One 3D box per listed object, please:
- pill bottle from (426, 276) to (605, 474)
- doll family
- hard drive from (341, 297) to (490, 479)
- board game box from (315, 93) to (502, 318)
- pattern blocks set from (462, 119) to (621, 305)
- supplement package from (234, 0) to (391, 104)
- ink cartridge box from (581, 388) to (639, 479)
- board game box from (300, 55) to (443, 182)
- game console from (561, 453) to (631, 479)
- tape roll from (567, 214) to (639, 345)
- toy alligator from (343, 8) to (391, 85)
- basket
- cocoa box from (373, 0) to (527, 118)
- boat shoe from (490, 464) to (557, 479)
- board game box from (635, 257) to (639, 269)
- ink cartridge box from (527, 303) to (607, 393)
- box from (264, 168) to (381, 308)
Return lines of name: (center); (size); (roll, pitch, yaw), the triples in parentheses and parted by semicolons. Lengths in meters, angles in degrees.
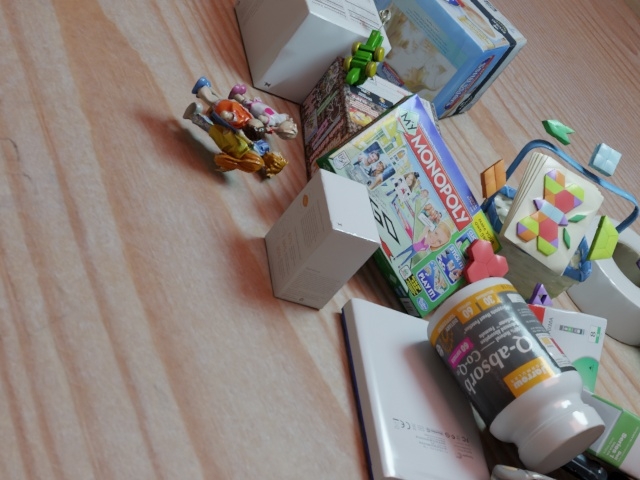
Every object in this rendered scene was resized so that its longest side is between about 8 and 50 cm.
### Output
pill bottle: (0.297, 0.205, 1.495); (0.162, 0.162, 0.278); (0, 46, -44)
doll family: (-0.132, -0.177, 1.662); (0.163, 0.118, 0.263); (40, 16, 9)
hard drive: (0.146, 0.247, 1.500); (0.210, 0.040, 0.319); (20, 40, -28)
board game box: (0.156, -0.058, 1.657); (0.213, 0.046, 0.317); (-38, 105, -24)
pattern blocks set: (0.400, -0.046, 1.712); (0.285, 0.026, 0.325); (18, 83, -16)
supplement package: (-0.021, -0.425, 1.937); (0.198, 0.199, 0.263); (16, 42, -33)
ink cartridge box: (0.511, 0.339, 1.631); (0.219, 0.093, 0.160); (32, -3, -20)
board game box: (0.103, -0.166, 1.823); (0.232, 0.141, 0.291); (22, 39, -26)
game console: (0.437, 0.375, 1.575); (0.361, 0.044, 0.213); (31, -1, 9)
tape roll: (0.643, 0.085, 2.105); (0.286, 0.100, 0.286); (26, 37, -21)
toy alligator: (0.091, -0.343, 1.801); (0.056, 0.051, 0.190); (17, 60, 19)
basket: (0.411, -0.028, 1.837); (0.254, 0.289, 0.201); (32, 35, -13)
cocoa box: (0.238, -0.474, 2.212); (0.347, 0.231, 0.228); (50, 36, 13)
boat shoe: (0.354, 0.430, 1.455); (0.324, 0.123, 0.116); (29, 70, -32)
board game box: (0.796, 0.177, 1.999); (0.208, 0.056, 0.347); (22, 34, -31)
ink cartridge box: (0.390, 0.204, 1.680); (0.224, 0.056, 0.181); (13, 87, -37)
box: (0.000, 0.000, 1.516); (0.091, 0.170, 0.130); (18, 41, -30)
